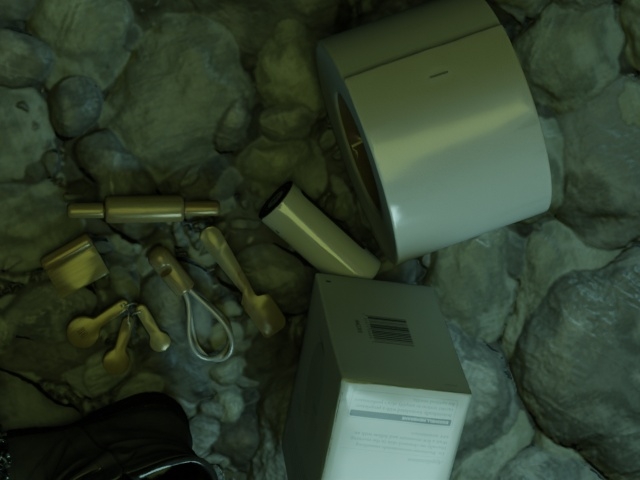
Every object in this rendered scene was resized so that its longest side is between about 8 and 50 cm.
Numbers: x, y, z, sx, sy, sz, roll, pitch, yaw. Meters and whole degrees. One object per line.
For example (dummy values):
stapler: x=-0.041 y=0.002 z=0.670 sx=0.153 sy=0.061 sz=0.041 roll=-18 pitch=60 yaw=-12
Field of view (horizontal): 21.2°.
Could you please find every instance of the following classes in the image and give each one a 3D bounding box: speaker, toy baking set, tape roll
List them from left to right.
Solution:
toy baking set: x=-0.169 y=0.043 z=1.844 sx=0.256 sy=0.030 sz=0.196 roll=-6 pitch=105 yaw=-8
speaker: x=0.000 y=0.000 z=1.847 sx=0.136 sy=0.055 sz=0.055 roll=42 pitch=92 yaw=-14
tape roll: x=0.113 y=-0.116 z=1.746 sx=0.169 sy=0.246 sz=0.246 roll=-19 pitch=104 yaw=-6

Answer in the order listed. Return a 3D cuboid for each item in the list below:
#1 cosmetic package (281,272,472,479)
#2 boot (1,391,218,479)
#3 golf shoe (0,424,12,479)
cosmetic package: x=0.052 y=0.189 z=1.782 sx=0.138 sy=0.224 sz=0.224 roll=8 pitch=116 yaw=-11
boot: x=-0.279 y=0.267 z=1.767 sx=0.338 sy=0.223 sz=0.118 roll=-27 pitch=106 yaw=-3
golf shoe: x=-0.381 y=0.201 z=1.774 sx=0.094 sy=0.198 sz=0.077 roll=-31 pitch=139 yaw=15
